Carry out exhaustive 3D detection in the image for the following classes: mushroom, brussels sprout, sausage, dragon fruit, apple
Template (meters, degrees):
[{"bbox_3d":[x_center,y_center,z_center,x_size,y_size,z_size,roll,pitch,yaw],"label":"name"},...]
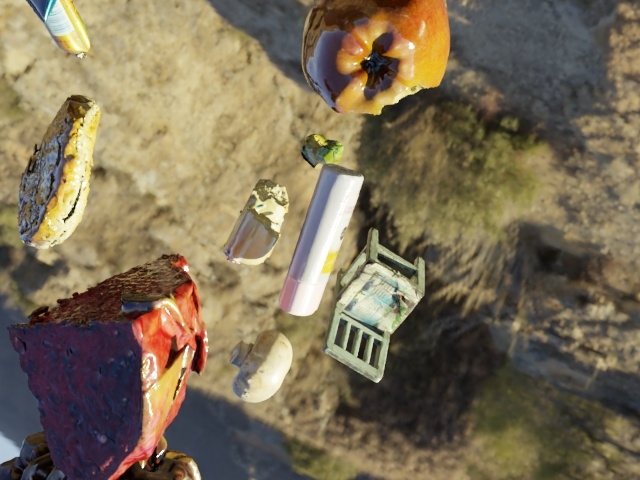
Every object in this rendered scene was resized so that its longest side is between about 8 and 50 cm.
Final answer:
[{"bbox_3d":[-0.135,0.273,2.114,0.127,0.166,0.166,22,168,-5],"label":"mushroom"},{"bbox_3d":[0.003,-0.132,1.442,0.083,0.046,0.051,30,136,60],"label":"brussels sprout"},{"bbox_3d":[-0.511,-0.464,1.790,0.082,0.082,0.371,21,154,24],"label":"sausage"},{"bbox_3d":[-0.251,0.109,1.251,0.240,0.330,0.302,37,126,-12],"label":"dragon fruit"},{"bbox_3d":[0.057,-0.207,0.998,0.156,0.147,0.158,-2,-168,2],"label":"apple"}]

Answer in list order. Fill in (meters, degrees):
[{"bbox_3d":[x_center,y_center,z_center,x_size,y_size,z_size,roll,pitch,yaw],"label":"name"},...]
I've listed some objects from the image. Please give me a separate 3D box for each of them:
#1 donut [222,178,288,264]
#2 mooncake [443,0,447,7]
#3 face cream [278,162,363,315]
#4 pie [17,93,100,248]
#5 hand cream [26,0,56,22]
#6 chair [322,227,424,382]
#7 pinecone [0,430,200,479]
[{"bbox_3d":[-0.092,-0.015,1.387,0.065,0.108,0.166,26,-159,-8],"label":"donut"},{"bbox_3d":[0.108,-0.592,1.940,0.246,0.394,0.393,-21,141,6],"label":"mooncake"},{"bbox_3d":[0.000,0.000,1.269,0.057,0.198,0.084,20,-166,12],"label":"face cream"},{"bbox_3d":[-0.466,-0.119,1.718,0.086,0.308,0.308,14,175,-29],"label":"pie"},{"bbox_3d":[-0.452,-0.462,1.585,0.120,0.061,0.270,52,148,-8],"label":"hand cream"},{"bbox_3d":[0.109,0.117,1.872,0.136,0.147,0.270,32,-150,-11],"label":"chair"},{"bbox_3d":[-0.344,0.486,1.476,0.398,0.397,0.398,25,168,6],"label":"pinecone"}]
